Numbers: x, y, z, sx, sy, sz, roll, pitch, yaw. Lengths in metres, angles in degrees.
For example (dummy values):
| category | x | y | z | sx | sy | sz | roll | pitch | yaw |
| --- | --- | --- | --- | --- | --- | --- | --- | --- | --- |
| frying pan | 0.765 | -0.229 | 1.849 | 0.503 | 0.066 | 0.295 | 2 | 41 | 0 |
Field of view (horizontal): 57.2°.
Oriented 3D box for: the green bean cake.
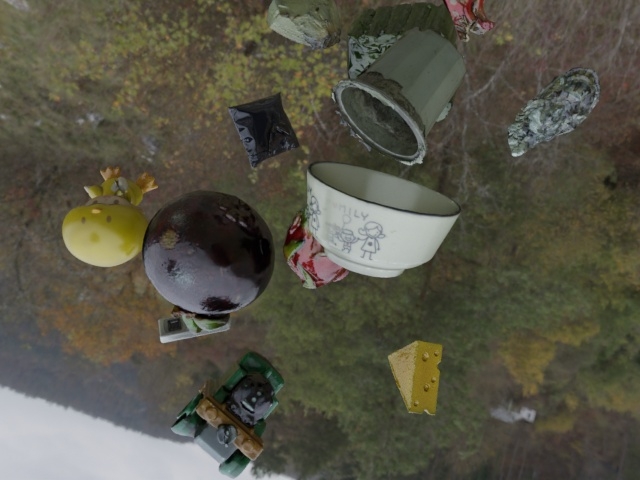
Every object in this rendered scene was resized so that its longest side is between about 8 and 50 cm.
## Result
| category | x | y | z | sx | sy | sz | roll | pitch | yaw |
| --- | --- | --- | --- | --- | --- | --- | --- | --- | --- |
| green bean cake | 0.248 | -0.516 | 1.749 | 0.335 | 0.218 | 0.319 | 6 | 138 | 24 |

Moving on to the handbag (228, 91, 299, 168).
| category | x | y | z | sx | sy | sz | roll | pitch | yaw |
| --- | --- | --- | --- | --- | --- | --- | --- | --- | --- |
| handbag | -0.183 | -0.375 | 1.978 | 0.089 | 0.254 | 0.211 | -7 | 107 | 43 |

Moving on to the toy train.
| category | x | y | z | sx | sy | sz | roll | pitch | yaw |
| --- | --- | --- | --- | --- | --- | --- | --- | --- | --- |
| toy train | -0.196 | 0.389 | 1.390 | 0.178 | 0.249 | 0.429 | 43 | 168 | -3 |

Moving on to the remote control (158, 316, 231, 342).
| category | x | y | z | sx | sy | sz | roll | pitch | yaw |
| --- | --- | --- | --- | --- | --- | --- | --- | --- | --- |
| remote control | -0.337 | 0.225 | 1.580 | 0.190 | 0.029 | 0.087 | -9 | -150 | -13 |

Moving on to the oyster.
| category | x | y | z | sx | sy | sz | roll | pitch | yaw |
| --- | --- | --- | --- | --- | --- | --- | --- | --- | --- |
| oyster | 0.716 | -0.387 | 1.829 | 0.162 | 0.351 | 0.158 | 48 | -179 | 8 |

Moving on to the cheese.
| category | x | y | z | sx | sy | sz | roll | pitch | yaw |
| --- | --- | --- | --- | --- | --- | --- | --- | --- | --- |
| cheese | 0.258 | 0.367 | 1.539 | 0.093 | 0.171 | 0.126 | 16 | 146 | -30 |

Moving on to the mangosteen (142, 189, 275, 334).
| category | x | y | z | sx | sy | sz | roll | pitch | yaw |
| --- | --- | --- | --- | --- | --- | --- | --- | --- | --- |
| mangosteen | -0.274 | 0.054 | 1.368 | 0.306 | 0.359 | 0.306 | 31 | -155 | -16 |

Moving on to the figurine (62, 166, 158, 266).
| category | x | y | z | sx | sy | sz | roll | pitch | yaw |
| --- | --- | --- | --- | --- | --- | --- | --- | --- | --- |
| figurine | -0.556 | -0.075 | 1.593 | 0.215 | 0.343 | 0.187 | -4 | 128 | 4 |

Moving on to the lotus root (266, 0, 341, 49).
| category | x | y | z | sx | sy | sz | roll | pitch | yaw |
| --- | --- | --- | --- | --- | --- | --- | --- | --- | --- |
| lotus root | -0.017 | -0.457 | 1.205 | 0.144 | 0.143 | 0.070 | 47 | 149 | 26 |

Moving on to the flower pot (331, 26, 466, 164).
| category | x | y | z | sx | sy | sz | roll | pitch | yaw |
| --- | --- | --- | --- | --- | --- | --- | --- | --- | --- |
| flower pot | 0.204 | -0.369 | 1.449 | 0.290 | 0.259 | 0.290 | 36 | 169 | 8 |

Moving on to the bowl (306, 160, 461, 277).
| category | x | y | z | sx | sy | sz | roll | pitch | yaw |
| --- | --- | --- | --- | --- | --- | --- | --- | --- | --- |
| bowl | 0.082 | -0.026 | 0.886 | 0.238 | 0.126 | 0.237 | 12 | -162 | -4 |

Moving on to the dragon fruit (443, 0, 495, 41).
| category | x | y | z | sx | sy | sz | roll | pitch | yaw |
| --- | --- | --- | --- | --- | --- | --- | --- | --- | --- |
| dragon fruit | 0.365 | -0.598 | 1.428 | 0.134 | 0.211 | 0.262 | -12 | -168 | 20 |

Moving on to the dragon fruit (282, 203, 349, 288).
| category | x | y | z | sx | sy | sz | roll | pitch | yaw |
| --- | --- | --- | --- | --- | --- | --- | --- | --- | --- |
| dragon fruit | 0.012 | -0.015 | 1.320 | 0.198 | 0.200 | 0.269 | 30 | 132 | 15 |
